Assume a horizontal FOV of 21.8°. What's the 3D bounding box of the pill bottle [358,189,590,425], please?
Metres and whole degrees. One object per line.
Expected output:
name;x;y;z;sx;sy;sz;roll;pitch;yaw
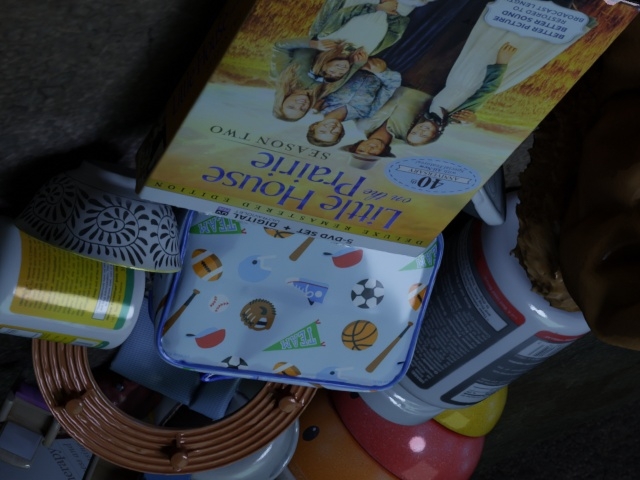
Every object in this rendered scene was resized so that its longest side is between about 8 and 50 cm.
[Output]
pill bottle;0.202;0.102;2.242;0.210;0.210;0.363;-4;155;-40

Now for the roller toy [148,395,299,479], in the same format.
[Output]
roller toy;-0.132;0.258;2.342;0.209;0.191;0.146;-22;162;1

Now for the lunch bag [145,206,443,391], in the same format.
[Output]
lunch bag;-0.035;0.042;1.758;0.303;0.115;0.243;10;114;-15

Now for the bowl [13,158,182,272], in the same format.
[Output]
bowl;-0.207;-0.032;1.619;0.170;0.080;0.170;16;-173;-2

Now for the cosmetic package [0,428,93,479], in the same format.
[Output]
cosmetic package;-0.407;0.484;2.323;0.394;0.329;0.327;-1;131;-44

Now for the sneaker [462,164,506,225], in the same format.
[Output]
sneaker;0.087;-0.094;1.703;0.147;0.104;0.296;-13;148;24

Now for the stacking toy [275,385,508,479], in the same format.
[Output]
stacking toy;0.167;0.229;2.541;0.351;0.350;0.480;7;127;-54

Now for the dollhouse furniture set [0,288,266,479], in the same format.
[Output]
dollhouse furniture set;-0.221;0.198;1.957;0.286;0.198;0.303;26;125;-7

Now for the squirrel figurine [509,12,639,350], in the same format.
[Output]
squirrel figurine;0.317;-0.112;1.656;0.281;0.370;0.397;-16;-170;-26

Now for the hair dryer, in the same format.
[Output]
hair dryer;-0.249;0.172;2.188;0.293;0.080;0.223;-35;158;-5

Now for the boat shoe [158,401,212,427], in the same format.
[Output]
boat shoe;-0.088;0.168;2.189;0.342;0.123;0.123;-34;141;-17

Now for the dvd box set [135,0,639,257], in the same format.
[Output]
dvd box set;0.044;-0.139;1.476;0.308;0.062;0.420;13;144;-21

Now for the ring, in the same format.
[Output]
ring;-0.149;0.116;1.840;0.337;0.336;0.032;-20;-155;-3

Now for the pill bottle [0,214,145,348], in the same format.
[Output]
pill bottle;-0.293;0.039;1.673;0.208;0.117;0.117;12;145;-32
